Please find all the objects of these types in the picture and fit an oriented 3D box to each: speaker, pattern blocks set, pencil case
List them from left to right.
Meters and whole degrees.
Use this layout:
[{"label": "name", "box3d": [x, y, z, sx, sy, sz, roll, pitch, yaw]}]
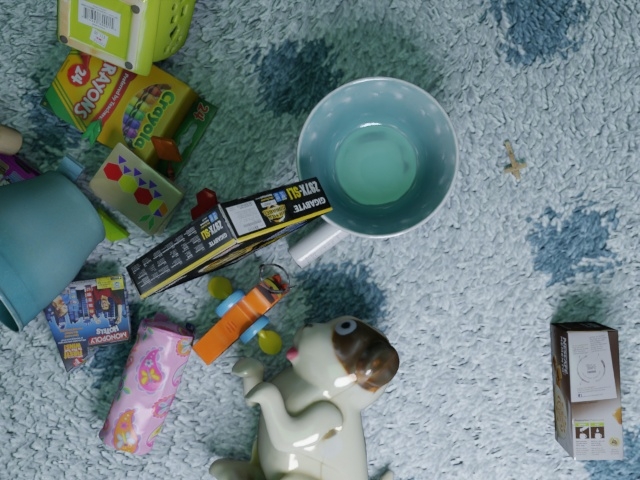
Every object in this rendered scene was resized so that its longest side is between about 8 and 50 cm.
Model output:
[{"label": "pattern blocks set", "box3d": [-0.379, -0.103, 1.375, 0.285, 0.026, 0.325, -36, 106, 25]}, {"label": "pencil case", "box3d": [-0.364, 0.300, 1.383, 0.124, 0.124, 0.284, 19, 90, 4]}, {"label": "speaker", "box3d": [0.000, 0.000, 1.388, 0.136, 0.055, 0.055, -36, 87, 3]}]

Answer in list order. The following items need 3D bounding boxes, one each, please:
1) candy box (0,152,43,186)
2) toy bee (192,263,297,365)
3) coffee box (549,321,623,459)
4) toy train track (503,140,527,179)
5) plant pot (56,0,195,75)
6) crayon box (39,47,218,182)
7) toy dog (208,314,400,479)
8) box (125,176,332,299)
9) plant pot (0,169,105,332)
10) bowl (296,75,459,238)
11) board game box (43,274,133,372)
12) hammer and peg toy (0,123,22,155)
[{"label": "candy box", "box3d": [-0.726, -0.091, 1.430, 0.159, 0.071, 0.233, 39, 91, 4]}, {"label": "toy bee", "box3d": [-0.128, 0.144, 1.365, 0.298, 0.162, 0.195, -21, 97, 28]}, {"label": "coffee box", "box3d": [0.526, 0.292, 1.308, 0.098, 0.141, 0.246, -2, 90, 4]}, {"label": "toy train track", "box3d": [0.404, -0.168, 1.384, 0.048, 0.014, 0.083, -17, 83, 11]}, {"label": "plant pot", "box3d": [-0.386, -0.472, 1.286, 0.228, 0.207, 0.227, 23, 135, -3]}, {"label": "crayon box", "box3d": [-0.406, -0.289, 1.406, 0.318, 0.081, 0.202, 30, 91, 3]}, {"label": "toy dog", "box3d": [0.008, 0.345, 1.279, 0.395, 0.284, 0.408, 19, 91, -9]}, {"label": "box", "box3d": [-0.173, -0.005, 1.233, 0.322, 0.257, 0.079, -27, 88, 41]}, {"label": "plant pot", "box3d": [-0.588, -0.002, 1.313, 0.272, 0.271, 0.255, 44, 60, 3]}, {"label": "bowl", "box3d": [0.114, -0.158, 1.328, 0.312, 0.163, 0.311, 0, 90, 5]}, {"label": "board game box", "box3d": [-0.500, 0.180, 1.419, 0.194, 0.060, 0.194, -7, 90, 4]}, {"label": "hammer and peg toy", "box3d": [-0.815, -0.214, 1.357, 0.361, 0.127, 0.266, 26, 87, 21]}]
